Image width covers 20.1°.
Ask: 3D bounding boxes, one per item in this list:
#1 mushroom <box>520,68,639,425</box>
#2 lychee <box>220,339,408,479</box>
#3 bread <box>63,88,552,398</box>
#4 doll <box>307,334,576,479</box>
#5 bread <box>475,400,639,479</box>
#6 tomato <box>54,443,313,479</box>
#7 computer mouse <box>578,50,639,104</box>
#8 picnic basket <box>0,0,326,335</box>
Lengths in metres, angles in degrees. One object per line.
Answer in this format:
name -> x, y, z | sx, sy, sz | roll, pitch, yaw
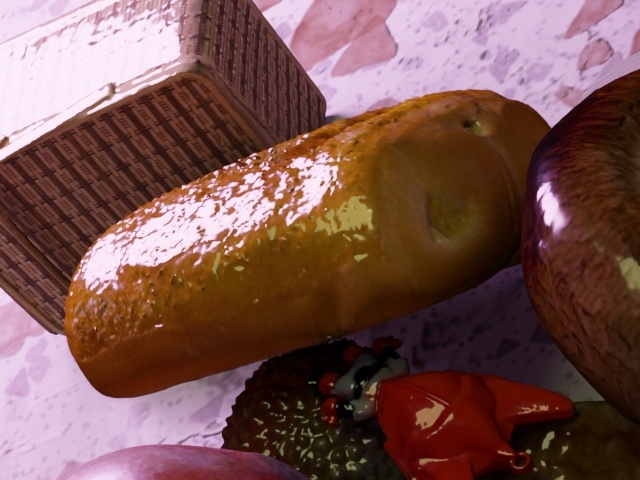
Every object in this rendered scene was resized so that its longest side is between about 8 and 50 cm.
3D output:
mushroom -> 0.281, 0.009, 1.109 | 0.345, 0.345, 0.239 | 17, 103, 45
lychee -> 0.007, 0.152, 1.287 | 0.165, 0.165, 0.197 | -42, 21, 0
bread -> -0.003, -0.008, 1.304 | 0.337, 0.328, 0.148 | -19, 90, 32
doll -> 0.067, 0.110, 1.164 | 0.169, 0.057, 0.109 | 28, 61, 31
bread -> 0.169, 0.212, 1.138 | 0.230, 0.123, 0.230 | -24, 45, 26
tomato -> -0.074, 0.238, 1.103 | 0.270, 0.270, 0.227 | 32, 96, 48
computer mouse -> 0.301, -0.099, 1.335 | 0.236, 0.082, 0.145 | -12, 50, 29
picnic basket -> -0.171, -0.067, 1.561 | 0.313, 0.228, 0.175 | -21, 42, 21
